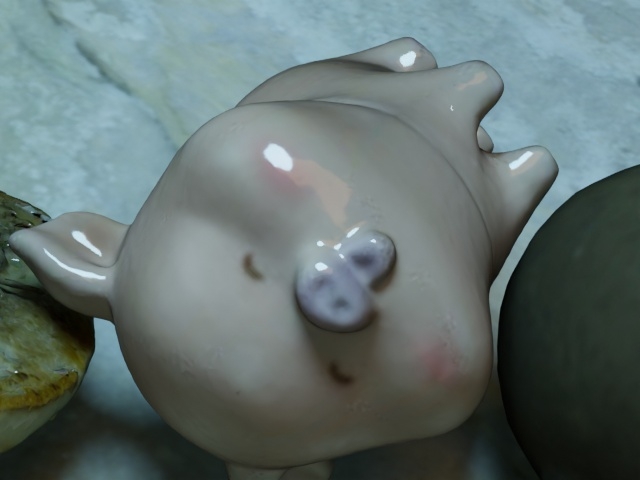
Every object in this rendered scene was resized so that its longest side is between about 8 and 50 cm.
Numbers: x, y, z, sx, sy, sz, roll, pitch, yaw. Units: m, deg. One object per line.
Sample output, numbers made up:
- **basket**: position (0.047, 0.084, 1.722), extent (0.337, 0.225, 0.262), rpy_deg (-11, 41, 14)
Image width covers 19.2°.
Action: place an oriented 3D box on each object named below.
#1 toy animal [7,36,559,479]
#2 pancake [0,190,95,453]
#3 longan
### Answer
- **toy animal**: position (0.000, 0.000, 1.065), extent (0.269, 0.326, 0.237), rpy_deg (-42, 99, -1)
- **pancake**: position (-0.319, 0.014, 1.022), extent (0.382, 0.071, 0.382), rpy_deg (14, 23, -6)
- **longan**: position (0.235, 0.086, 1.046), extent (0.300, 0.243, 0.300), rpy_deg (-5, 66, 12)
